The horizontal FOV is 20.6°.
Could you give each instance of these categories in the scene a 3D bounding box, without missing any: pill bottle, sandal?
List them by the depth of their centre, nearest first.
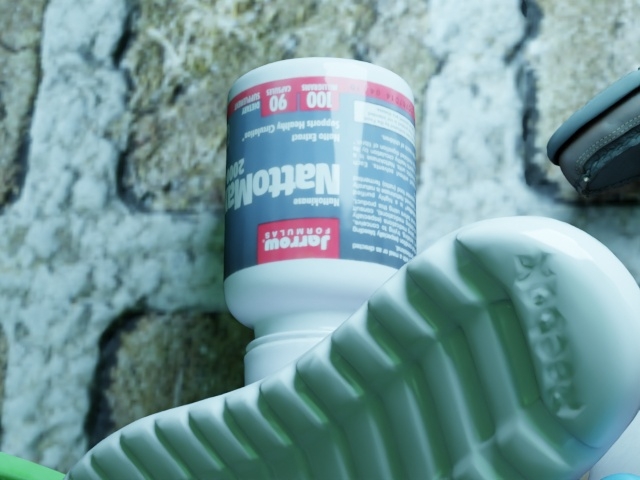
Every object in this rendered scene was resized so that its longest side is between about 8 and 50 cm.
[{"bbox_3d":[0.013,0.129,0.888,0.416,0.102,0.169,-34,80,36],"label":"sandal"},{"bbox_3d":[0.000,0.000,0.973,0.108,0.108,0.180,-5,72,13],"label":"pill bottle"}]

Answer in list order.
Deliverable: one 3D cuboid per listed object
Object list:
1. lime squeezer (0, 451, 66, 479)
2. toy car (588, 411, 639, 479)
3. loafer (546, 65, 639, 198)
[{"bbox_3d":[-0.219,0.069,1.037,0.110,0.059,0.310,-36,67,2],"label":"lime squeezer"},{"bbox_3d":[0.180,0.162,0.858,0.219,0.238,0.210,21,120,-17],"label":"toy car"},{"bbox_3d":[0.255,-0.084,0.946,0.267,0.096,0.084,-28,74,2],"label":"loafer"}]
